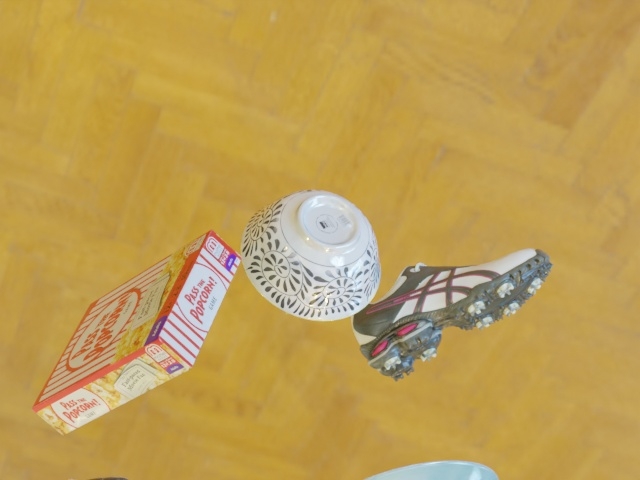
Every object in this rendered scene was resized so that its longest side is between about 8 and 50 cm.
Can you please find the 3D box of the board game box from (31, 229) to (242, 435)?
[{"bbox_3d":[-0.171,0.087,1.338,0.193,0.147,0.045,-30,115,37],"label":"board game box"}]

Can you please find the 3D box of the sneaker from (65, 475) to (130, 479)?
[{"bbox_3d":[-0.228,0.398,1.758,0.108,0.100,0.271,-16,120,15],"label":"sneaker"}]

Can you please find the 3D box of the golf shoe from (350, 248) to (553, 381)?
[{"bbox_3d":[0.164,0.066,1.853,0.273,0.120,0.105,-28,151,0],"label":"golf shoe"}]

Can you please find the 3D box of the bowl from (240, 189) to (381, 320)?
[{"bbox_3d":[0.000,0.000,1.632,0.170,0.170,0.080,16,143,-9],"label":"bowl"}]

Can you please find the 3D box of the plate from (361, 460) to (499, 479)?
[{"bbox_3d":[0.066,0.242,1.211,0.188,0.024,0.188,-13,146,-9],"label":"plate"}]
